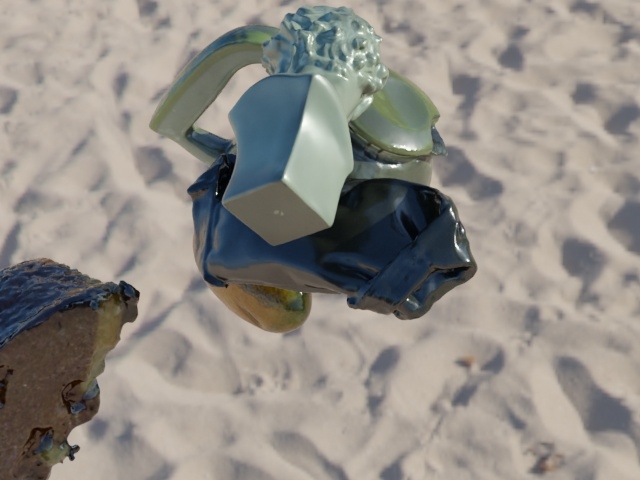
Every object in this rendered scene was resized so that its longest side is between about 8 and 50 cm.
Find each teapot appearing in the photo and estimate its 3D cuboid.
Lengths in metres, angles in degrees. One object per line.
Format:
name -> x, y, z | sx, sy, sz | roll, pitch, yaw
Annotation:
teapot -> 0.000, -0.121, 1.349 | 0.321, 0.239, 0.239 | 45, 39, 10

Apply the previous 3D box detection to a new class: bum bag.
bum bag -> 0.000, 0.000, 1.067 | 0.326, 0.080, 0.142 | 12, 77, 35

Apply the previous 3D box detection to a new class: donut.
donut -> -0.236, 0.097, 0.827 | 0.144, 0.186, 0.126 | 1, 20, -47

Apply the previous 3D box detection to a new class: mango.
mango -> -0.071, 0.032, 1.217 | 0.089, 0.115, 0.165 | -27, 75, -37

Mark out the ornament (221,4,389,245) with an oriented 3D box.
ornament -> -0.011, -0.120, 1.030 | 0.130, 0.120, 0.285 | -24, 28, 24
